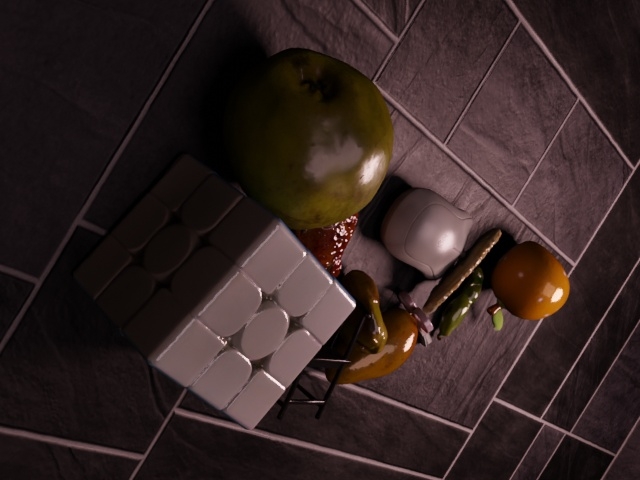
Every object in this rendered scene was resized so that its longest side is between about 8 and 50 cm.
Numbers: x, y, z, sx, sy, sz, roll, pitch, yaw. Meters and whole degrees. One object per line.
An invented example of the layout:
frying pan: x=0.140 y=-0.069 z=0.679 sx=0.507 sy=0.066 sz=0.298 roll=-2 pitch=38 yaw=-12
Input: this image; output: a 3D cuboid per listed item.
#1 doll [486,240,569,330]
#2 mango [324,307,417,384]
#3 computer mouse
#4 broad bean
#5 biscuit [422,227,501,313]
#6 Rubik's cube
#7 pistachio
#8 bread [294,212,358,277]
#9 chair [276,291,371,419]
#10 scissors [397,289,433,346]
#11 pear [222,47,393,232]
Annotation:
doll: x=0.517 y=0.127 z=2.173 sx=0.236 sy=0.213 sz=0.213 roll=-43 pitch=138 yaw=1
mango: x=0.119 y=0.252 z=1.922 sx=0.253 sy=0.113 sz=0.138 roll=-30 pitch=126 yaw=-21
computer mouse: x=0.258 y=-0.011 z=1.897 sx=0.297 sy=0.121 sz=0.184 roll=34 pitch=87 yaw=-47
broad bean: x=0.355 y=0.163 z=2.143 sx=0.070 sy=0.048 sz=0.213 roll=22 pitch=97 yaw=-49
biscuit: x=0.333 y=0.071 z=2.010 sx=0.265 sy=0.040 sz=0.188 roll=-48 pitch=177 yaw=-4
Rubik's cube: x=-0.173 y=0.083 z=1.412 sx=0.291 sy=0.292 sz=0.290 roll=-50 pitch=138 yaw=-8
pistachio: x=0.080 y=0.159 z=1.813 sx=0.100 sy=0.110 sz=0.189 roll=-38 pitch=116 yaw=-76
bread: x=0.007 y=-0.004 z=1.680 sx=0.139 sy=0.095 sz=0.269 roll=-12 pitch=126 yaw=-30
chair: x=-0.027 y=0.222 z=1.740 sx=0.141 sy=0.154 sz=0.260 roll=12 pitch=107 yaw=-47
scissors: x=0.241 y=0.204 z=2.037 sx=0.030 sy=0.118 sz=0.242 roll=-35 pitch=149 yaw=-6
pear: x=-0.022 y=-0.148 z=1.447 sx=0.287 sy=0.287 sz=0.375 roll=-29 pitch=145 yaw=-28
